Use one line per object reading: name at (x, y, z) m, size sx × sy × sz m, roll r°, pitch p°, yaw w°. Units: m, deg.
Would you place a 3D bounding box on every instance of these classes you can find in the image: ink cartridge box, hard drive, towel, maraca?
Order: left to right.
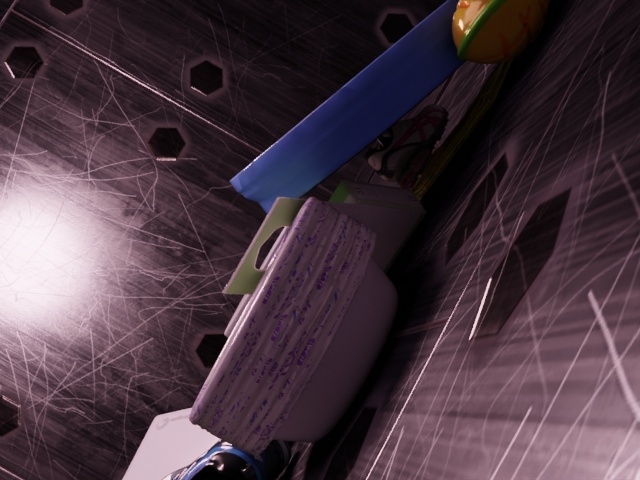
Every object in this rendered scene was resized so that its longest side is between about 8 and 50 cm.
hard drive at (-0.235, 0.398, 1.532) m, size 0.233 × 0.047 × 0.353 m, roll -18°, pitch 33°, yaw 37°
ink cartridge box at (0.000, 0.000, 1.313) m, size 0.171 × 0.235 × 0.056 m, roll -58°, pitch 42°, yaw 32°
towel at (0.189, -0.153, 1.393) m, size 0.102 × 0.021 × 0.237 m, roll -63°, pitch 4°, yaw -36°
maraca at (0.228, -0.278, 1.229) m, size 0.185 × 0.099 × 0.127 m, roll -38°, pitch -10°, yaw -34°

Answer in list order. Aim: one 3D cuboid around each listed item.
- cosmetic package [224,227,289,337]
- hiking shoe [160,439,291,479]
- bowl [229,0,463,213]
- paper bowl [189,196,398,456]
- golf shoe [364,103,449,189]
cosmetic package at (-0.033, 0.087, 1.598) m, size 0.184 × 0.151 × 0.151 m, roll -57°, pitch 4°, yaw 49°
hiking shoe at (-0.169, 0.341, 1.279) m, size 0.304 × 0.113 × 0.132 m, roll -50°, pitch -7°, yaw 21°
bowl at (0.049, -0.174, 1.378) m, size 0.391 × 0.077 × 0.391 m, roll -39°, pitch 6°, yaw 4°
paper bowl at (-0.018, 0.107, 1.133) m, size 0.284 × 0.148 × 0.284 m, roll -60°, pitch 3°, yaw 5°
golf shoe at (0.125, -0.148, 1.437) m, size 0.067 × 0.086 × 0.186 m, roll -60°, pitch -2°, yaw 41°
